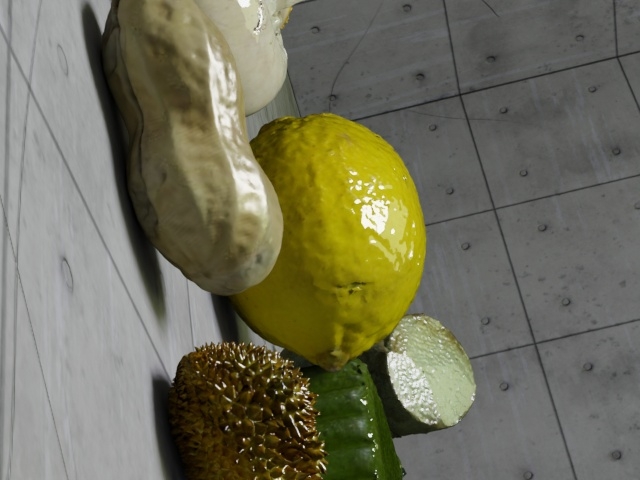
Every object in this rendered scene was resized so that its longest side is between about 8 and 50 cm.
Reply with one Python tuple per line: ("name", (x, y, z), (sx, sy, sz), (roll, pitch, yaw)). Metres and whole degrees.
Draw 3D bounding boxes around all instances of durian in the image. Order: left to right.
("durian", (-0.063, 0.156, 1.191), (0.168, 0.137, 0.158), (60, -9, -26))

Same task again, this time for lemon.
("lemon", (0.000, 0.000, 1.687), (0.268, 0.268, 0.321), (62, 14, -78))

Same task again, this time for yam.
("yam", (0.059, 0.191, 1.899), (0.161, 0.268, 0.161), (17, 66, -42))

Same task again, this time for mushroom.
("mushroom", (-0.104, -0.256, 1.503), (0.246, 0.202, 0.246), (-24, 90, -89))

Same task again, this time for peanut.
("peanut", (-0.119, -0.091, 1.260), (0.130, 0.130, 0.290), (39, 36, -85))

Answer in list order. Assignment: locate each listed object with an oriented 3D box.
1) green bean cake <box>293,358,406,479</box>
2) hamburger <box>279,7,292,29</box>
("green bean cake", (0.019, 0.298, 1.687), (0.247, 0.156, 0.250), (71, 6, -48))
("hamburger", (-0.119, -0.428, 2.334), (0.116, 0.173, 0.210), (10, 59, -45))
